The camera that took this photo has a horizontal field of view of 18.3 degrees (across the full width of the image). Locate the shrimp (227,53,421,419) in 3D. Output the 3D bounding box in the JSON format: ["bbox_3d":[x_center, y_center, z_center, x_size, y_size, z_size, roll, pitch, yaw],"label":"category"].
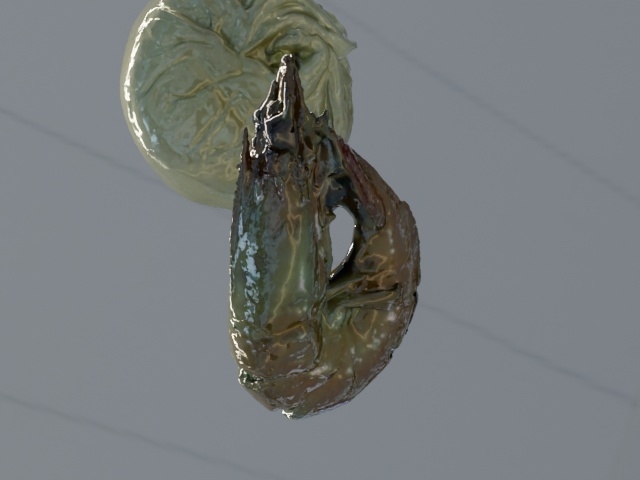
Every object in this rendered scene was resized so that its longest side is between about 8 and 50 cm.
[{"bbox_3d":[0.000,-0.001,1.287,0.145,0.061,0.267,-20,-60,-18],"label":"shrimp"}]

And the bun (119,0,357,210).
[{"bbox_3d":[-0.063,-0.143,1.752,0.229,0.145,0.229,10,-108,-32],"label":"bun"}]
